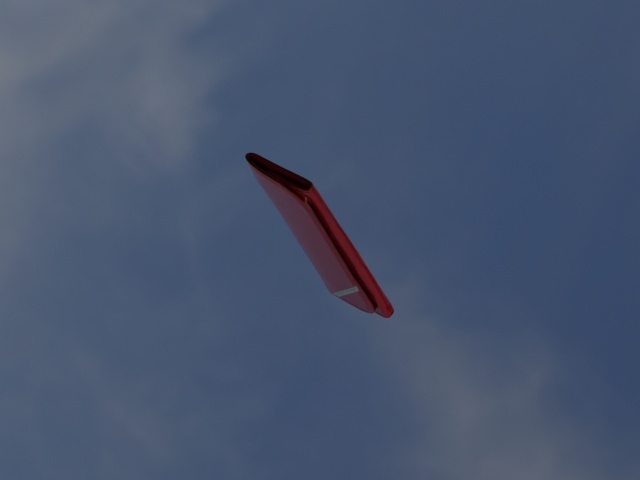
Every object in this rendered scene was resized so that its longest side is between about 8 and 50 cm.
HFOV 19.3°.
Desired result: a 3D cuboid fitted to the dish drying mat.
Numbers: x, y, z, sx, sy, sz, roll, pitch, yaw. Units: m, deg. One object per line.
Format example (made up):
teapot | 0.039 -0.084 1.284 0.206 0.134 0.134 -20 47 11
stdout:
dish drying mat | 0.000 0.000 0.653 0.032 0.083 0.008 29 -107 36
